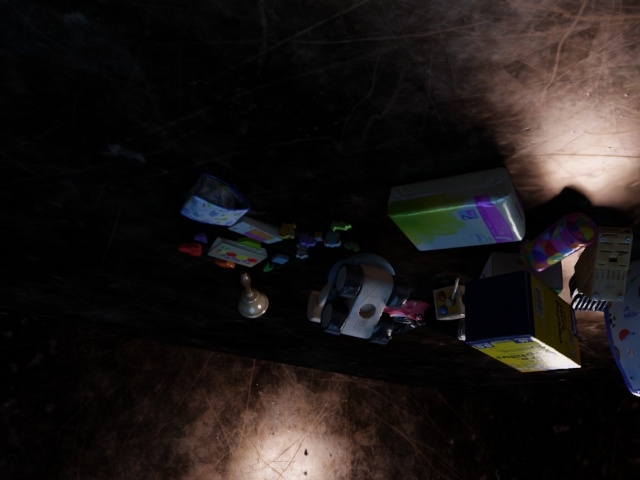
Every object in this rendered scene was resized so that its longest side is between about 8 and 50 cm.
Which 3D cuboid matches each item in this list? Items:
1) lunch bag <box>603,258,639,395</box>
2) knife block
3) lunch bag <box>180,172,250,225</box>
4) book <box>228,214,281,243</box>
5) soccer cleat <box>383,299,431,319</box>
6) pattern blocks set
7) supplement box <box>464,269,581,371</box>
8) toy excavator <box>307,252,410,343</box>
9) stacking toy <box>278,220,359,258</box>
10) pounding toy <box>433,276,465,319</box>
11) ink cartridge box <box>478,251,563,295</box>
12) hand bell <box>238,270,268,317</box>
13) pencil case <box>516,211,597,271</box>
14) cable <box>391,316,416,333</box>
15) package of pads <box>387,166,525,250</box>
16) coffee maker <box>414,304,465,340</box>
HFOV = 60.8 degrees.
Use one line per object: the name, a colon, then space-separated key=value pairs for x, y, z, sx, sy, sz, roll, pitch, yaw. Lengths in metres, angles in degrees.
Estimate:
lunch bag: x=1.028 y=0.245 z=1.577 sx=0.239 sy=0.385 sz=0.328 roll=15 pitch=154 yaw=-19
knife block: x=0.796 y=0.082 z=1.585 sx=0.088 sy=0.275 sz=0.242 roll=3 pitch=-170 yaw=6
lunch bag: x=-0.278 y=-0.098 z=1.465 sx=0.151 sy=0.096 sz=0.129 roll=27 pitch=150 yaw=-20
book: x=-0.199 y=-0.030 z=1.681 sx=0.144 sy=0.035 sz=0.096 roll=22 pitch=155 yaw=-31
soccer cleat: x=0.330 y=0.276 z=2.214 sx=0.248 sy=0.082 sz=0.095 roll=-1 pitch=-175 yaw=4
pattern blocks set: x=-0.288 y=0.039 z=1.864 sx=0.325 sy=0.026 sz=0.286 roll=23 pitch=151 yaw=-33
supplement box: x=0.603 y=0.251 z=1.624 sx=0.194 sy=0.195 sz=0.357 roll=-18 pitch=145 yaw=40
toy excavator: x=0.091 y=0.195 z=1.926 sx=0.223 sy=0.445 sz=0.432 roll=14 pitch=114 yaw=-16
stacking toy: x=0.000 y=0.000 z=1.676 sx=0.221 sy=0.052 sz=0.167 roll=-2 pitch=155 yaw=16
pounding toy: x=0.479 y=0.212 z=1.970 sx=0.100 sy=0.130 sz=0.141 roll=9 pitch=159 yaw=-38
ink cartridge box: x=0.638 y=0.152 z=1.779 sx=0.211 sy=0.121 sz=0.289 roll=2 pitch=155 yaw=8
hand bell: x=-0.283 y=0.194 z=2.153 sx=0.126 sy=0.126 sz=0.242 roll=4 pitch=144 yaw=6
pencil case: x=0.637 y=0.007 z=1.487 sx=0.105 sy=0.104 sz=0.236 roll=11 pitch=156 yaw=-12
cable: x=0.330 y=0.379 z=2.465 sx=0.185 sy=0.047 sz=0.151 roll=-14 pitch=149 yaw=39
package of pads: x=0.348 y=-0.069 z=1.378 sx=0.297 sy=0.101 sz=0.229 roll=-7 pitch=152 yaw=29
coffee maker: x=0.490 y=0.321 z=2.100 sx=0.171 sy=0.120 sz=0.178 roll=-19 pitch=-165 yaw=-32
